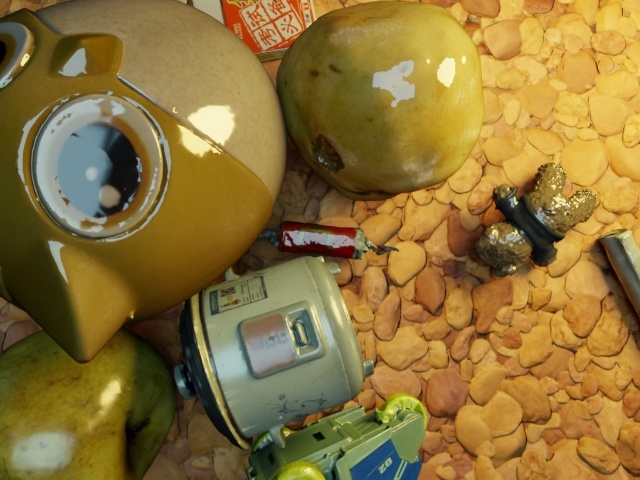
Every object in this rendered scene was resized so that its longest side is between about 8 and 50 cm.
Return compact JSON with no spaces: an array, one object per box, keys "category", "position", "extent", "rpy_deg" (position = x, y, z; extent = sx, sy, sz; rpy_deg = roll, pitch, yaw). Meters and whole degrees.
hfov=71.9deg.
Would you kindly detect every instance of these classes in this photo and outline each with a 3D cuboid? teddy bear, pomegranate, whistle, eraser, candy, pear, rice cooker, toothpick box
[{"category":"teddy bear","position":[0.396,-0.044,0.807],"extent":[0.251,0.129,0.182],"rpy_deg":[-42,86,-5]},{"category":"pomegranate","position":[0.100,-0.225,0.713],"extent":[0.331,0.332,0.333],"rpy_deg":[0,86,-2]},{"category":"whistle","position":[0.628,0.130,0.836],"extent":[0.067,0.057,0.327],"rpy_deg":[-23,87,-46]},{"category":"eraser","position":[-0.125,-0.431,0.863],"extent":[0.229,0.038,0.158],"rpy_deg":[-12,86,-3]},{"category":"candy","position":[0.000,-0.001,0.814],"extent":[0.291,0.086,0.059],"rpy_deg":[5,93,-1]},{"category":"pear","position":[-0.396,0.280,0.687],"extent":[0.303,0.304,0.305],"rpy_deg":[0,86,-2]},{"category":"rice cooker","position":[-0.086,0.171,0.712],"extent":[0.315,0.264,0.317],"rpy_deg":[1,80,-3]},{"category":"toothpick box","position":[-0.272,-0.099,0.592],"extent":[0.408,0.409,0.425],"rpy_deg":[37,49,1]}]

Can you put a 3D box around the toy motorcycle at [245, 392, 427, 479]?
[{"category":"toy motorcycle","position":[0.049,0.401,0.748],"extent":[0.325,0.191,0.200],"rpy_deg":[-14,90,-17]}]

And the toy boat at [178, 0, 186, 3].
[{"category":"toy boat","position":[-0.314,-0.404,0.812],"extent":[0.140,0.141,0.270],"rpy_deg":[-3,72,-2]}]
